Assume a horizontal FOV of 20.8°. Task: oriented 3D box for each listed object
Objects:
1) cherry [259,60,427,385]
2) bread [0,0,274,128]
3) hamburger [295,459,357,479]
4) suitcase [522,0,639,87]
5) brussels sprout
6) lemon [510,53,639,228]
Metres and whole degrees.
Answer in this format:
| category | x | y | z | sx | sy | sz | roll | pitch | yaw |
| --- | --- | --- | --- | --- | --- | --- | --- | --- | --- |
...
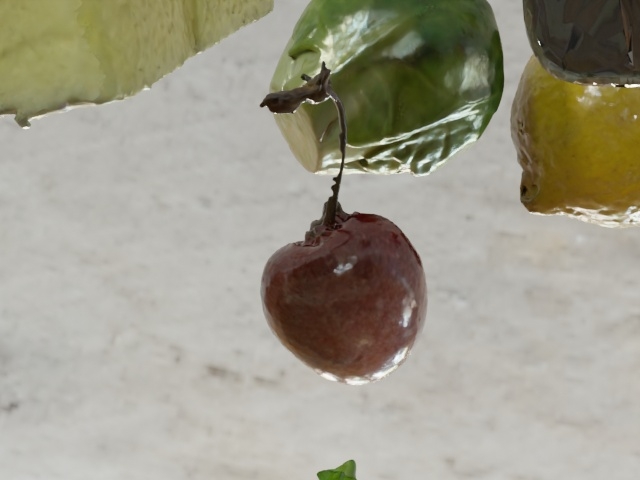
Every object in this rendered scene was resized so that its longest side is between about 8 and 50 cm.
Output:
| category | x | y | z | sx | sy | sz | roll | pitch | yaw |
| --- | --- | --- | --- | --- | --- | --- | --- | --- | --- |
| cherry | 0.000 | 0.000 | 1.096 | 0.107 | 0.090 | 0.225 | -18 | 118 | 12 |
| bread | -0.181 | -0.165 | 0.902 | 0.263 | 0.236 | 0.198 | -5 | 101 | 23 |
| hamburger | 0.027 | 0.177 | 0.787 | 0.087 | 0.137 | 0.166 | -6 | -163 | -17 |
| suitcase | 0.238 | -0.174 | 0.531 | 0.194 | 0.283 | 0.434 | -2 | -175 | -34 |
| brussels sprout | 0.049 | -0.132 | 1.338 | 0.181 | 0.144 | 0.161 | -19 | 126 | -19 |
| lemon | 0.260 | -0.115 | 1.445 | 0.188 | 0.256 | 0.188 | 42 | 179 | 1 |
